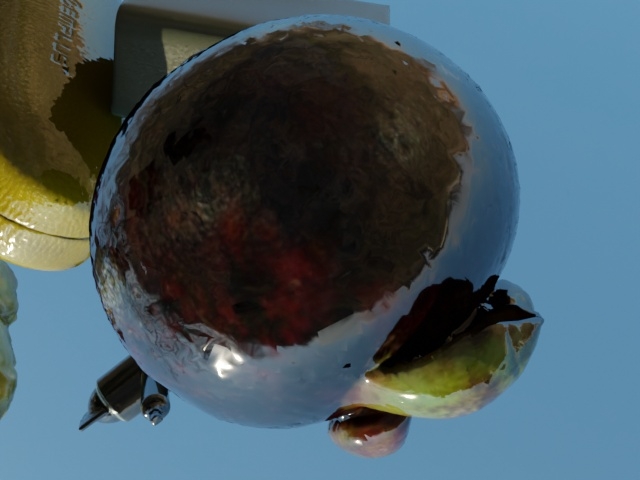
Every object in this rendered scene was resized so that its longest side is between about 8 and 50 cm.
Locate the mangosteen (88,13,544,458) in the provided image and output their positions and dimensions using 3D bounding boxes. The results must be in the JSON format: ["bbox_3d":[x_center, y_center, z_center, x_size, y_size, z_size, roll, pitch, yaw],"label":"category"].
[{"bbox_3d":[0.000,0.000,0.554,0.288,0.288,0.288,-3,-119,6],"label":"mangosteen"}]

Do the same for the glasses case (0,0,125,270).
[{"bbox_3d":[-0.273,-0.151,0.846,0.173,0.141,0.371,19,-140,-27],"label":"glasses case"}]

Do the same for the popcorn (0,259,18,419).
[{"bbox_3d":[-0.487,0.157,1.056,0.225,0.174,0.286,-25,-129,23],"label":"popcorn"}]

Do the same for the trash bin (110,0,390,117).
[{"bbox_3d":[-0.061,-0.169,0.816,0.240,0.122,0.164,11,-147,-2],"label":"trash bin"}]

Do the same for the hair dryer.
[{"bbox_3d":[-0.234,0.203,1.101,0.195,0.248,0.078,-37,-79,-5],"label":"hair dryer"}]
